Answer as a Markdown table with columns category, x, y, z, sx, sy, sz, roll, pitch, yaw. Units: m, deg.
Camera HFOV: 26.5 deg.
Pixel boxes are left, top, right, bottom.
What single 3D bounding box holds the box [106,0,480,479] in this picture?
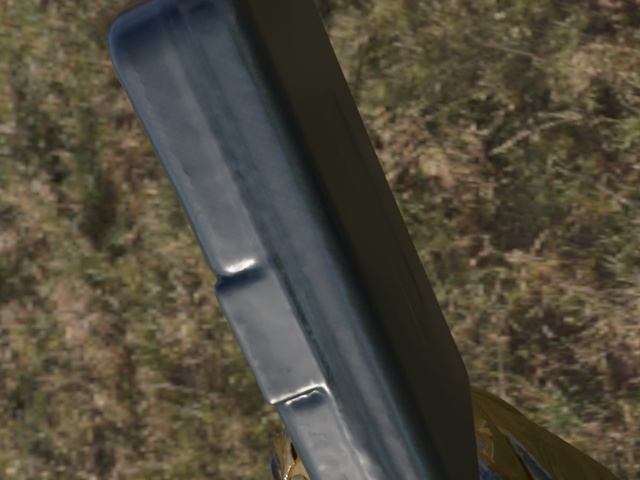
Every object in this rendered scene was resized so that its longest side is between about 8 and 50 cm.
| category | x | y | z | sx | sy | sz | roll | pitch | yaw |
| --- | --- | --- | --- | --- | --- | --- | --- | --- | --- |
| box | 0.000 | 0.000 | 0.506 | 0.050 | 0.160 | 0.230 | -20 | 108 | 11 |

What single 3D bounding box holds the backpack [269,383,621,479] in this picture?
| category | x | y | z | sx | sy | sz | roll | pitch | yaw |
| --- | --- | --- | --- | --- | --- | --- | --- | --- | --- |
| backpack | 0.123 | 0.255 | 1.030 | 0.378 | 0.201 | 0.353 | 52 | 148 | 15 |
